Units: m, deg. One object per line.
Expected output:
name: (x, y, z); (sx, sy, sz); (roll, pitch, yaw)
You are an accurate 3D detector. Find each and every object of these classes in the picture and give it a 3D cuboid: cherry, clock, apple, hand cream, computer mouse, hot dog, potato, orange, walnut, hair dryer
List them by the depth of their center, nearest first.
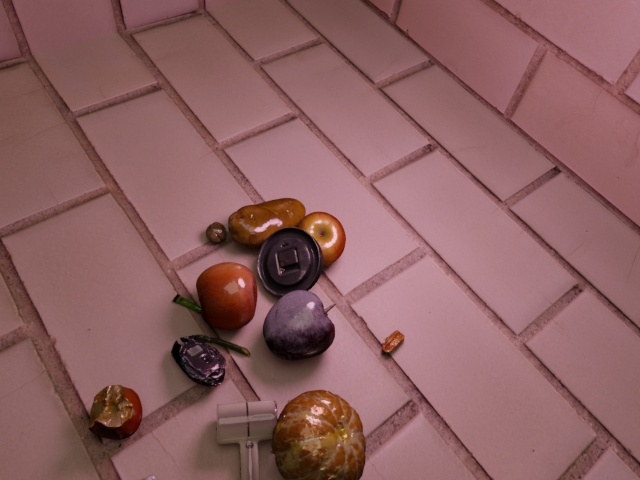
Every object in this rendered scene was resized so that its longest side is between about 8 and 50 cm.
orange: (-0.006, 0.639, 1.631); (0.329, 0.249, 0.329); (39, 34, -33)
hair dryer: (-0.231, 0.706, 1.661); (0.203, 0.128, 0.362); (-1, 63, -11)
apple: (-0.656, 0.553, 1.669); (0.156, 0.147, 0.158); (-16, 42, 18)
computer mouse: (-0.431, 0.433, 1.825); (0.242, 0.077, 0.146); (41, 39, 23)
cherry: (-0.070, 0.308, 1.893); (0.296, 0.218, 0.255); (-23, 69, -18)
apple: (-0.351, 0.205, 1.916); (0.254, 0.253, 0.253); (5, 55, -7)
hand cream: (-0.508, 0.243, 1.982); (0.122, 0.023, 0.036); (23, 55, 12)
hot dog: (0.276, 0.396, 2.006); (0.056, 0.041, 0.133); (42, 51, 18)
clock: (-0.120, 0.086, 2.044); (0.281, 0.055, 0.280); (-5, 78, 23)
apple: (0.000, 0.000, 2.152); (0.210, 0.173, 0.234); (11, 65, 3)
walnut: (-0.435, -0.033, 2.154); (0.092, 0.092, 0.092); (5, 55, -7)
potato: (-0.219, -0.082, 2.190); (0.369, 0.195, 0.176); (-22, 106, -31)

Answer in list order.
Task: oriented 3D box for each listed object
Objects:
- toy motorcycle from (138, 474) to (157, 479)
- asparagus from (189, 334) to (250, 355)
toy motorcycle: (-0.544, 0.787, 1.565); (0.229, 0.074, 0.151); (4, 52, -5)
asparagus: (-0.368, 0.380, 1.907); (0.236, 0.027, 0.034); (16, 44, 1)
